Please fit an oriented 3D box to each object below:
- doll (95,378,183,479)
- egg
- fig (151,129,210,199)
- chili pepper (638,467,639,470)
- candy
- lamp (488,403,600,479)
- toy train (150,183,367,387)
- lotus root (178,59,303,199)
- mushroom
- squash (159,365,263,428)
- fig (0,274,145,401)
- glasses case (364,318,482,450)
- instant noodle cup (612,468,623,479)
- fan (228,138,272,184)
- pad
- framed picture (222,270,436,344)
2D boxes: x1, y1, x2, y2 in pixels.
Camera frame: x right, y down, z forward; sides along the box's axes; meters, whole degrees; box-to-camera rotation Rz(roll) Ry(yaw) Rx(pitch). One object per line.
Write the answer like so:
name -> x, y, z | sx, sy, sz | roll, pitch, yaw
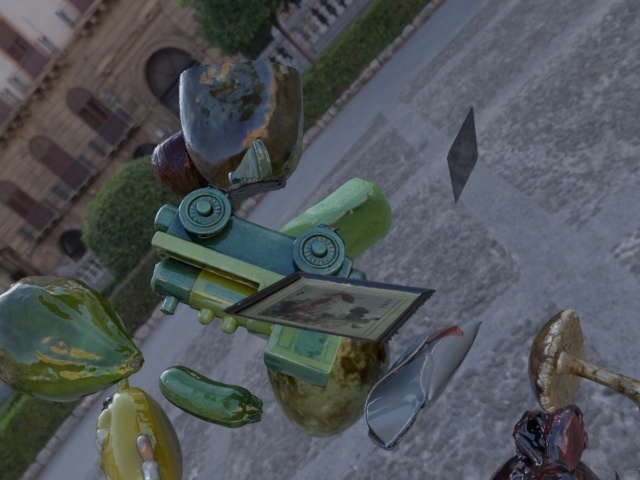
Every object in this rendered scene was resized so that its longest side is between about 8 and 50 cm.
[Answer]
doll -> -0.351, 0.518, 1.249 | 0.161, 0.348, 0.423 | -12, 26, -28
egg -> 0.013, 0.236, 1.169 | 0.238, 0.238, 0.289 | -111, 25, -73
fig -> -0.272, -0.156, 1.476 | 0.190, 0.290, 0.190 | -45, -10, -10
chili pepper -> 0.444, 0.283, 0.769 | 0.153, 0.050, 0.041 | -5, -5, -43
candy -> 0.000, 0.000, 1.277 | 0.343, 0.142, 0.132 | -34, 44, -23
lamp -> 0.241, 0.303, 0.662 | 0.151, 0.223, 0.215 | -20, 14, 22
toy train -> -0.117, 0.066, 0.985 | 0.150, 0.369, 0.237 | 96, -166, -69
lotus root -> -0.168, -0.224, 1.257 | 0.149, 0.267, 0.260 | 92, 176, -79
mushroom -> 0.573, 0.302, 1.274 | 0.233, 0.302, 0.208 | -10, -44, -43
squash -> -0.198, 0.279, 1.077 | 0.219, 0.068, 0.077 | 10, 56, 25
fig -> -0.345, 0.145, 0.828 | 0.167, 0.233, 0.167 | -57, -8, -12
glasses case -> 0.173, 0.211, 1.007 | 0.128, 0.083, 0.308 | -52, -11, 35
instant noodle cup -> 0.487, 0.495, 0.917 | 0.090, 0.274, 0.274 | 2, 40, 23
fan -> -0.078, -0.078, 0.649 | 0.016, 0.038, 0.193 | -14, 5, -16
pad -> 0.253, -0.148, 1.074 | 0.003, 0.157, 0.112 | 20, 70, 26
framed picture -> 0.018, 0.073, 0.712 | 0.199, 0.010, 0.195 | 7, 15, 25
